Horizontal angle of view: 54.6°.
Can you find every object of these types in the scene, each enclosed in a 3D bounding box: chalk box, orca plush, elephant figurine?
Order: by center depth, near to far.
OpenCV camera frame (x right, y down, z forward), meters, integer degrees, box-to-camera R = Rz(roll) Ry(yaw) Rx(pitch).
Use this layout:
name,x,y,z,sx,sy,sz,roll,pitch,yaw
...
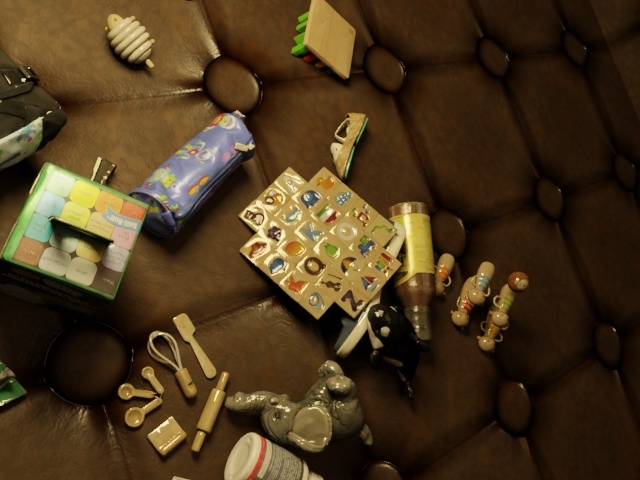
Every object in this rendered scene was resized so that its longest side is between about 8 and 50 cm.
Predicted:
name,x,y,z,sx,sy,sz,roll,pitch,yaw
chalk box,-0.414,0.003,1.031,0.180,0.289,0.179,26,62,-24
elephant figurine,-0.041,0.367,1.264,0.239,0.186,0.169,-27,132,-26
orca plush,0.191,0.253,1.386,0.151,0.102,0.287,-42,129,-39

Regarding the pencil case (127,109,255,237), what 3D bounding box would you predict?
name,x,y,z,sx,sy,sz,roll,pitch,yaw
pencil case,-0.253,-0.139,1.282,0.306,0.133,0.119,-51,137,-33

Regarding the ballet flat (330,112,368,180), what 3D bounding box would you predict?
name,x,y,z,sx,sy,sz,roll,pitch,yaw
ballet flat,0.062,-0.241,1.570,0.067,0.073,0.206,19,59,3

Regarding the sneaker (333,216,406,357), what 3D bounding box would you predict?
name,x,y,z,sx,sy,sz,roll,pitch,yaw
sneaker,0.072,0.093,1.438,0.148,0.131,0.350,24,68,-1

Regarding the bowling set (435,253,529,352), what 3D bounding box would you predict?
name,x,y,z,sx,sy,sz,roll,pitch,yaw
bowling set,0.425,0.148,1.598,0.287,0.200,0.154,39,59,-13

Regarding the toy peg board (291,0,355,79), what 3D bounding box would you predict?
name,x,y,z,sx,sy,sz,roll,pitch,yaw
toy peg board,0.004,-0.517,1.616,0.160,0.079,0.161,30,60,-40

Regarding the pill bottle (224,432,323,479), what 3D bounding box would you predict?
name,x,y,z,sx,sy,sz,roll,pitch,yaw
pill bottle,-0.086,0.461,1.211,0.180,0.108,0.108,34,59,-19

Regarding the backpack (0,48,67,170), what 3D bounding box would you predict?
name,x,y,z,sx,sy,sz,roll,pitch,yaw
backpack,-0.648,-0.169,0.978,0.290,0.273,0.355,43,37,-11

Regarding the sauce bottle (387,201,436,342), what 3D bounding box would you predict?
name,x,y,z,sx,sy,sz,roll,pitch,yaw
sauce bottle,0.230,0.078,1.538,0.111,0.111,0.344,8,69,-31

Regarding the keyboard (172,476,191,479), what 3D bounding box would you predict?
name,x,y,z,sx,sy,sz,roll,pitch,yaw
keyboard,-0.176,0.518,1.192,0.256,0.014,0.072,25,63,-24

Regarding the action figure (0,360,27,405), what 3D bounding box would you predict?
name,x,y,z,sx,sy,sz,roll,pitch,yaw
action figure,-0.602,0.265,0.970,0.232,0.063,0.137,-41,102,-32

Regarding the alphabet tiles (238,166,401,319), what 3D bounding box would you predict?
name,x,y,z,sx,sy,sz,roll,pitch,yaw
alphabet tiles,0.000,0.000,1.385,0.342,0.011,0.285,41,71,6

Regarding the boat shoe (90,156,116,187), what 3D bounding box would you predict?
name,x,y,z,sx,sy,sz,roll,pitch,yaw
boat shoe,-0.431,-0.099,1.201,0.042,0.049,0.133,20,60,-18

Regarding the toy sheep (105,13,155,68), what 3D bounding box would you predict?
name,x,y,z,sx,sy,sz,roll,pitch,yaw
toy sheep,-0.397,-0.419,1.307,0.132,0.091,0.091,46,56,-19

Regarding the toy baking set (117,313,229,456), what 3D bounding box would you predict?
name,x,y,z,sx,sy,sz,roll,pitch,yaw
toy baking set,-0.271,0.278,1.196,0.196,0.030,0.256,36,59,-19
